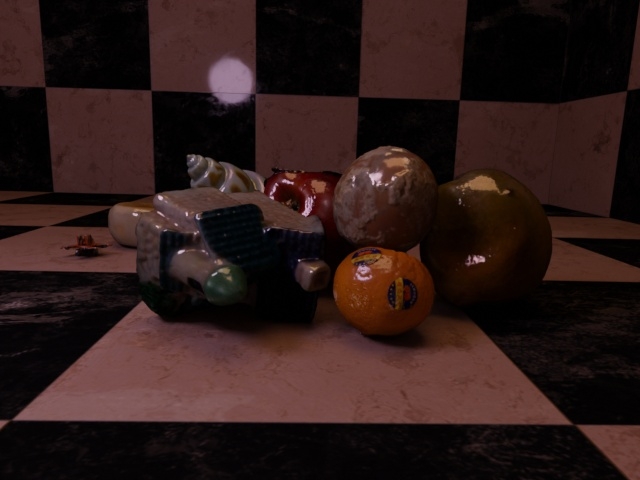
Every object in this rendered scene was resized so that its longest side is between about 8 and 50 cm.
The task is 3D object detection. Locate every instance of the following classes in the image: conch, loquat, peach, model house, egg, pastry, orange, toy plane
[{"bbox_3d":[-0.208,-0.092,1.257,0.249,0.197,0.368,13,-2,40],"label":"conch"},{"bbox_3d":[0.336,-0.002,0.990,0.275,0.284,0.276,-17,-4,-1],"label":"loquat"},{"bbox_3d":[0.000,0.000,1.124,0.257,0.201,0.362,-5,-34,24],"label":"peach"},{"bbox_3d":[-0.135,0.044,0.859,0.284,0.243,0.298,20,24,37],"label":"model house"},{"bbox_3d":[0.125,-0.072,0.900,0.203,0.204,0.245,-1,-23,-14],"label":"egg"},{"bbox_3d":[-0.561,-0.054,1.540,0.264,0.133,0.265,2,10,0],"label":"pastry"},{"bbox_3d":[0.109,0.088,0.819,0.177,0.155,0.177,0,0,0],"label":"orange"},{"bbox_3d":[-0.682,0.016,1.384,0.135,0.062,0.188,-2,-2,-20],"label":"toy plane"}]
